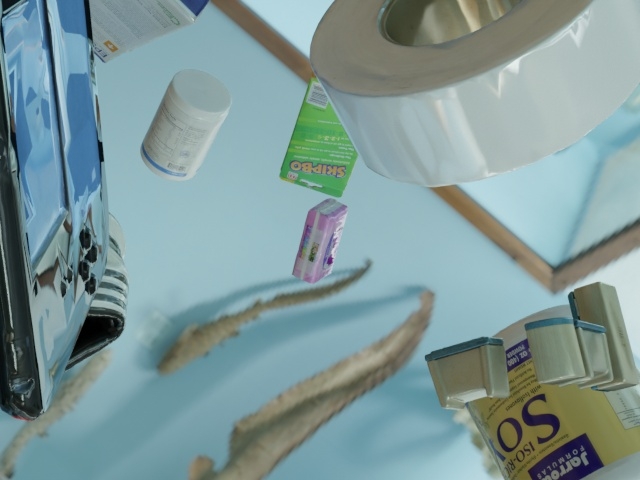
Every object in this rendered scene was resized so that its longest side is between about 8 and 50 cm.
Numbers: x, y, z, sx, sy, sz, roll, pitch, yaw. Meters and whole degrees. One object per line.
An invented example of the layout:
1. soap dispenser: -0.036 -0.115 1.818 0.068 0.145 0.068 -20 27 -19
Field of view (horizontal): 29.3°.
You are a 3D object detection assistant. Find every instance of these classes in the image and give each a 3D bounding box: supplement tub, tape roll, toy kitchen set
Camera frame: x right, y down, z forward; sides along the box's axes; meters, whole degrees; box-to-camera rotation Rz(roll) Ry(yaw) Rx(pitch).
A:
1. supplement tub: -0.145 -0.122 1.309 0.107 0.071 0.071 -57 -176 38
2. supplement tub: 0.358 0.280 1.669 0.241 0.241 0.331 -45 -125 29
3. tape roll: 0.137 -0.176 1.055 0.286 0.100 0.286 -21 -145 16
4. toy kitchen set: 0.238 0.120 1.392 0.166 0.207 0.122 -20 -110 30

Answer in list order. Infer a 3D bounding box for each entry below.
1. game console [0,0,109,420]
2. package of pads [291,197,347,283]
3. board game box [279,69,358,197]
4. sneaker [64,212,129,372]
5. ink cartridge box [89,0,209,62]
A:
1. game console: -0.213 -0.107 0.925 0.342 0.060 0.387 -105 -168 -69
2. package of pads: 0.000 0.000 1.297 0.050 0.032 0.083 -30 139 -57
3. board game box: 0.013 -0.182 2.150 0.259 0.124 0.039 111 -4 -46
4. sneaker: -0.427 0.033 1.396 0.257 0.447 0.169 -116 -140 -55
5. ink cartridge box: -0.247 -0.293 1.273 0.224 0.223 0.045 -6 -134 56
